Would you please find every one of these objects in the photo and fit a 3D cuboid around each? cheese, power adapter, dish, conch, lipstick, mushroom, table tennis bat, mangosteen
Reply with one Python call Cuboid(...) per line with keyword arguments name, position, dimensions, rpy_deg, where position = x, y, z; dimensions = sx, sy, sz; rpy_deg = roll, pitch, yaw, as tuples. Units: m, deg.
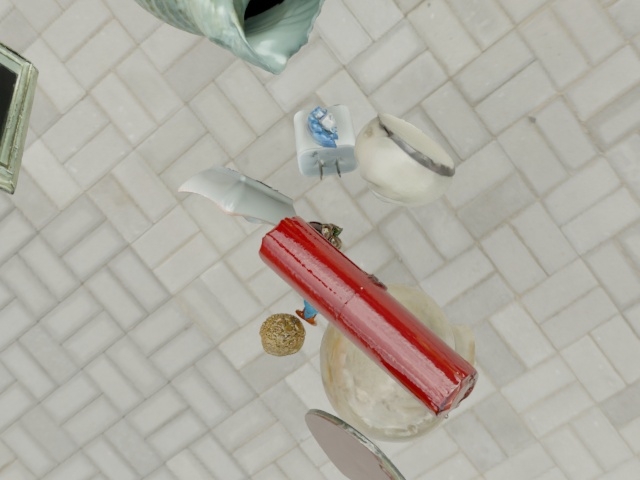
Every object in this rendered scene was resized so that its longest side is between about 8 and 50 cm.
Cuboid(name="cheese", position=(-0.023, 0.206, 1.817), dimensions=(0.106, 0.256, 0.037), rpy_deg=(37, 61, 5))
Cuboid(name="power adapter", position=(0.019, -0.286, 1.811), dimensions=(0.187, 0.255, 0.124), rpy_deg=(-8, 143, 1))
Cuboid(name="dish", position=(-0.135, -0.075, 1.083), dimensions=(0.151, 0.212, 0.077), rpy_deg=(24, 90, 37))
Cuboid(name="conch", position=(-0.108, -0.385, 0.737), dimensions=(0.319, 0.215, 0.303), rpy_deg=(43, 133, -11))
Cuboid(name="lipstick", position=(0.044, 0.074, 0.631), dimensions=(0.280, 0.073, 0.073), rpy_deg=(40, 107, 29))
Cuboid(name="mushroom", position=(0.155, 0.224, 1.112), dimensions=(0.293, 0.290, 0.292), rpy_deg=(-4, 84, 44))
Cuboid(name="table tennis bat", position=(0.061, 0.262, 0.619), dimensions=(0.022, 0.131, 0.234), rpy_deg=(-46, 117, -27))
Cuboid(name="mangosteen", position=(0.000, 0.000, 1.569), dimensions=(0.140, 0.140, 0.139), rpy_deg=(2, 103, 7))

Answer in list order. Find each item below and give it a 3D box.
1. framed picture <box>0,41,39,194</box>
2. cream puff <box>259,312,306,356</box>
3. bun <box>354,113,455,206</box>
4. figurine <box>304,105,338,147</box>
Cuboid(name="framed picture", position=(-0.368, -0.173, 0.459), dimensions=(0.018, 0.231, 0.293), rpy_deg=(-43, 131, 19))
Cuboid(name="cream puff", position=(-0.123, 0.299, 1.905), dimensions=(0.150, 0.165, 0.115), rpy_deg=(15, 122, 3))
Cuboid(name="bun", position=(0.128, -0.121, 0.962), dimensions=(0.173, 0.173, 0.119), rpy_deg=(35, 117, -2))
Cuboid(name="figurine", position=(0.010, -0.261, 1.378), dimensions=(0.079, 0.114, 0.114), rpy_deg=(-36, 96, 16))
